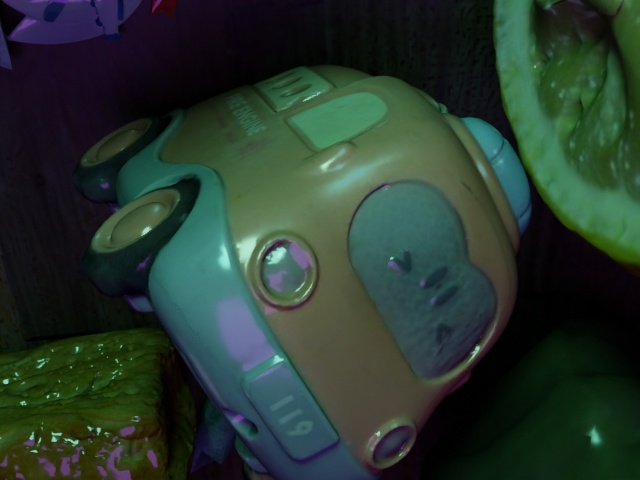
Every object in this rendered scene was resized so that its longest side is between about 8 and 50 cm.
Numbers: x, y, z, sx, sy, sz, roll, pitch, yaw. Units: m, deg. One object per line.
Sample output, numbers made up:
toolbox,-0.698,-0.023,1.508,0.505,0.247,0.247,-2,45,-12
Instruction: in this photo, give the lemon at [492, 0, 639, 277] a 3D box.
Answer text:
lemon,0.294,-0.121,0.484,0.364,0.364,0.364,-2,120,-4

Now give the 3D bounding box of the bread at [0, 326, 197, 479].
bread,-0.281,0.166,0.682,0.380,0.185,0.109,-11,114,2

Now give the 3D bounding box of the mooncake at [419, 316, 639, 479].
mooncake,0.250,0.226,0.662,0.356,0.356,0.194,31,113,-20

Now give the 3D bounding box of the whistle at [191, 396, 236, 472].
whistle,-0.065,0.113,0.752,0.039,0.039,0.186,17,117,-14

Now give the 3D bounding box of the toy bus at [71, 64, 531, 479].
toy bus,0.000,0.000,0.562,0.232,0.288,0.194,-30,116,-5

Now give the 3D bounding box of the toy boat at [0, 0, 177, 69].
toy boat,-0.173,-0.154,0.601,0.149,0.034,0.105,16,115,-27
